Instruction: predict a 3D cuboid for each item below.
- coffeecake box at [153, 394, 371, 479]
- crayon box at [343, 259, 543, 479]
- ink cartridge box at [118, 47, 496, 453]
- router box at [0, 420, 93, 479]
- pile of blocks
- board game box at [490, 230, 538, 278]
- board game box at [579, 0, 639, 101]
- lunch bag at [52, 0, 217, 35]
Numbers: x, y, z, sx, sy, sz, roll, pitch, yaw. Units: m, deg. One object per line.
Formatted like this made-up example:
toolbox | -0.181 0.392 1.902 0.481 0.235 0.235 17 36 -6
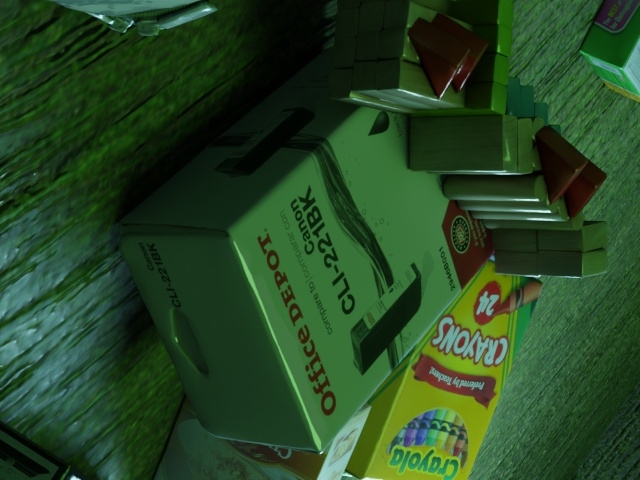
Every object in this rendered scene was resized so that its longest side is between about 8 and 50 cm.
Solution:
coffeecake box | -0.060 0.197 1.277 0.068 0.142 0.185 -14 128 -63
crayon box | 0.114 0.162 1.614 0.202 0.081 0.318 19 92 -51
ink cartridge box | 0.000 0.000 1.110 0.273 0.114 0.197 -44 125 -38
router box | -0.228 0.283 1.070 0.243 0.081 0.309 -57 159 -14
pile of blocks | 0.147 -0.091 1.106 0.362 0.113 0.149 43 59 -43
board game box | 0.226 0.060 1.913 0.194 0.060 0.194 -65 159 9
board game box | 0.464 -0.355 1.950 0.316 0.064 0.242 -63 160 3
lunch bag | -0.096 -0.219 0.593 0.256 0.212 0.305 -50 162 16
